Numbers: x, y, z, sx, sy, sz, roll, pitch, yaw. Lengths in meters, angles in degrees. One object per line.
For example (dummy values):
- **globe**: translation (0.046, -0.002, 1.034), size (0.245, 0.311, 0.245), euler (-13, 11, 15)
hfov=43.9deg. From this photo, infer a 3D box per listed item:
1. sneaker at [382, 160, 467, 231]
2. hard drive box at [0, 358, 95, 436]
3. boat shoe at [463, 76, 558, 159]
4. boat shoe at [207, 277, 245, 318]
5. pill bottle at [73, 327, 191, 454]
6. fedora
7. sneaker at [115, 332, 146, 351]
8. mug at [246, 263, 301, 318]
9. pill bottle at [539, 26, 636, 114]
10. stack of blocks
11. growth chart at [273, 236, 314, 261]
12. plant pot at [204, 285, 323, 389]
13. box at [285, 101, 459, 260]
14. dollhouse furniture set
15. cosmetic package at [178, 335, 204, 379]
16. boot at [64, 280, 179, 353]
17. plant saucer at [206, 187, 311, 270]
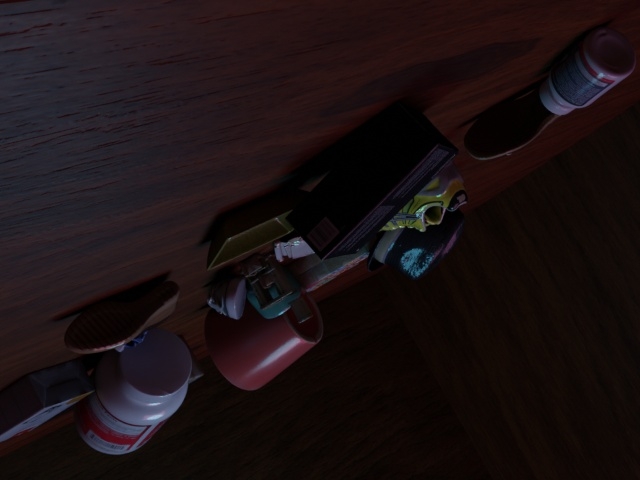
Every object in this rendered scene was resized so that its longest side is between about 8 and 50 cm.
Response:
- **sneaker**: translation (0.191, -0.076, 1.810), size (0.145, 0.147, 0.385), euler (-27, 173, -26)
- **hard drive box**: translation (-0.675, 0.378, 1.844), size (0.232, 0.089, 0.181), euler (-32, 171, 21)
- **boat shoe**: translation (0.431, -0.254, 1.676), size (0.285, 0.104, 0.089), euler (-30, 170, 0)
- **boat shoe**: translation (-0.225, 0.132, 1.883), size (0.088, 0.096, 0.267), euler (10, 176, -2)
- **pill bottle**: translation (-0.470, 0.377, 2.001), size (0.229, 0.229, 0.407), euler (-23, 165, -38)
- **fedora**: translation (0.278, -0.012, 2.159), size (0.334, 0.152, 0.334), euler (-45, 164, -17)
- **sneaker**: translation (-0.416, 0.207, 1.776), size (0.053, 0.059, 0.144), euler (-37, 170, 36)
- **mug**: translation (-0.135, 0.120, 2.041), size (0.129, 0.097, 0.158), euler (-49, -153, -22)
- **pill bottle**: translation (0.501, -0.316, 1.518), size (0.108, 0.108, 0.180), euler (-26, 172, -25)
- **stack of blocks**: translation (0.053, 0.045, 2.309), size (0.297, 0.087, 0.171), euler (-32, 172, 17)
- **growth chart**: translation (0.000, 0.000, 1.857), size (0.237, 0.021, 0.172), euler (-15, 163, -13)
- **plant pot**: translation (-0.144, 0.248, 2.207), size (0.243, 0.274, 0.275), euler (-30, 173, 25)
- **box**: translation (0.090, -0.093, 1.312), size (0.261, 0.103, 0.184), euler (-45, 166, 15)
- **dollhouse furniture set**: translation (-0.125, 0.132, 1.874), size (0.101, 0.181, 0.161), euler (-31, 172, 16)
- **cosmetic package**: translation (-0.474, 0.382, 2.371), size (0.129, 0.153, 0.296), euler (-31, 174, 6)
- **boot**: translation (-0.389, 0.172, 1.521), size (0.248, 0.090, 0.207), euler (-28, 171, -37)
- **plant saucer**: translation (-0.113, -0.028, 1.400), size (0.188, 0.045, 0.188), euler (-26, 171, -25)
